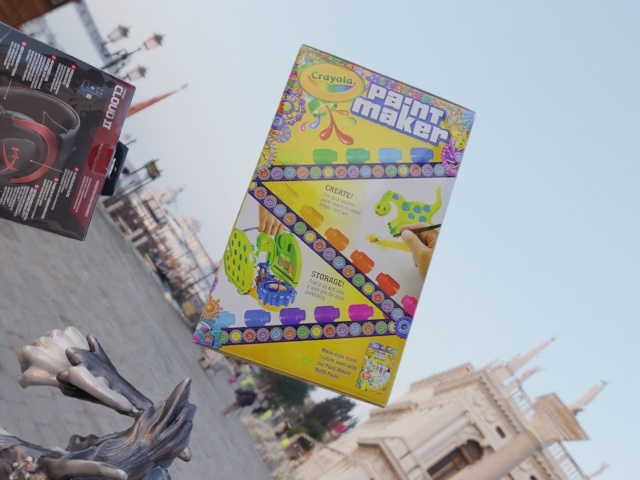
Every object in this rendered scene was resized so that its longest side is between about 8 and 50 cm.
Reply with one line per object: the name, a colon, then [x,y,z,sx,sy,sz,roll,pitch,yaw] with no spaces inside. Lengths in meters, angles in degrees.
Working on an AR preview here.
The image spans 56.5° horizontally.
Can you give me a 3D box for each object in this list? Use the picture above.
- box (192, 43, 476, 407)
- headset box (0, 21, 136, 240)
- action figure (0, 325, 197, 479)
box: [0.000,0.000,0.648,0.176,0.279,0.290,20,-10,-5]
headset box: [-0.383,-0.136,0.737,0.293,0.218,0.110,20,-8,-36]
action figure: [-0.153,0.149,0.350,0.140,0.164,0.276,29,-30,7]
